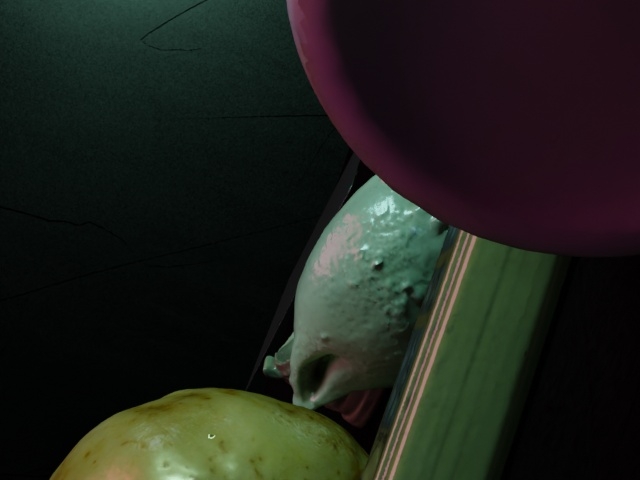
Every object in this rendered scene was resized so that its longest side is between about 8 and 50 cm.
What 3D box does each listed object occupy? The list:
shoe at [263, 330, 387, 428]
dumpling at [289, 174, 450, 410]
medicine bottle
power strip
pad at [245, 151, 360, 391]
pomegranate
[{"bbox_3d":[0.039,0.021,1.141,0.103,0.098,0.275,-85,15,-63],"label":"shoe"},{"bbox_3d":[0.059,0.027,0.913,0.153,0.108,0.219,0,-48,-55],"label":"dumpling"},{"bbox_3d":[0.093,-0.141,0.513,0.290,0.178,0.178,-76,7,-56],"label":"medicine bottle"},{"bbox_3d":[0.078,0.032,0.735,0.092,0.066,0.387,120,168,-83],"label":"power strip"},{"bbox_3d":[-0.001,0.000,1.050,0.159,0.009,0.265,-62,2,16],"label":"pad"},{"bbox_3d":[-0.055,0.192,0.847,0.215,0.215,0.215,-161,90,-86],"label":"pomegranate"}]
